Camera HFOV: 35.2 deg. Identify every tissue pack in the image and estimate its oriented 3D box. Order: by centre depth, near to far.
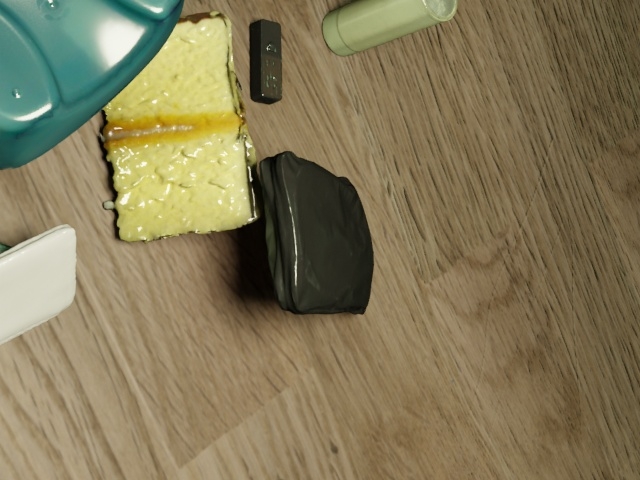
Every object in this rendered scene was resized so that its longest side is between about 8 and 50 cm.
[{"bbox_3d":[-0.292,-0.213,1.047,0.198,0.206,0.287,46,65,-12],"label":"tissue pack"}]

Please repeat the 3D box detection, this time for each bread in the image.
[{"bbox_3d":[-0.162,-0.137,1.219,0.142,0.178,0.266,-13,96,-72],"label":"bread"}]

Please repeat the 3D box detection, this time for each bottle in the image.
[{"bbox_3d":[0.092,-0.311,1.390,0.072,0.201,0.072,6,80,-39],"label":"bottle"}]

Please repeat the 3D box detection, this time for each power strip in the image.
[{"bbox_3d":[-0.073,-0.240,1.353,0.038,0.029,0.111,4,81,-40],"label":"power strip"}]

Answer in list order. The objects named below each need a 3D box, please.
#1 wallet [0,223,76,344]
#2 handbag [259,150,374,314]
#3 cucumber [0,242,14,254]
[{"bbox_3d":[-0.332,0.060,1.050,0.183,0.032,0.124,-31,147,-39],"label":"wallet"},{"bbox_3d":[0.001,0.000,1.278,0.332,0.075,0.192,15,66,-73],"label":"handbag"},{"bbox_3d":[-0.397,0.027,1.024,0.250,0.056,0.056,-6,87,-40],"label":"cucumber"}]
